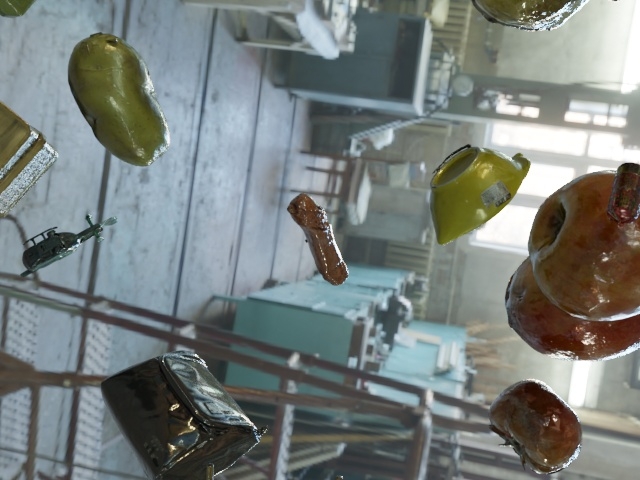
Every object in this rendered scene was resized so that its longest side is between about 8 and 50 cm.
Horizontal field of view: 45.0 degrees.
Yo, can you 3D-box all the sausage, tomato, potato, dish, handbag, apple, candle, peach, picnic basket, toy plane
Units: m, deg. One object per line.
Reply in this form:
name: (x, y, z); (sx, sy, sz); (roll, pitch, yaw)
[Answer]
sausage: (-0.001, 0.000, 1.758); (0.304, 0.078, 0.078); (65, 33, -50)
tomato: (0.483, 0.414, 1.736); (0.181, 0.214, 0.155); (-47, 155, -3)
potato: (-0.364, -0.253, 1.410); (0.248, 0.143, 0.169); (63, -13, -15)
potato: (0.359, -0.495, 1.261); (0.246, 0.300, 0.196); (-53, -166, -18)
dish: (0.224, -0.088, 1.158); (0.207, 0.080, 0.149); (-48, -161, -21)
handbag: (-0.299, 0.369, 1.692); (0.275, 0.302, 0.177); (-27, 140, -23)
apple: (0.536, 0.007, 1.474); (0.301, 0.302, 0.301); (9, 90, -79)
candle: (0.494, -0.068, 1.251); (0.052, 0.052, 0.130); (86, 27, -48)
peach: (0.604, 0.130, 1.771); (0.372, 0.373, 0.289); (-60, 133, -61)
picnic basket: (-0.799, -0.224, 1.801); (0.228, 0.313, 0.175); (-51, 168, -7)
toy plane: (-0.529, 0.008, 1.608); (0.060, 0.235, 0.096); (58, -7, 14)

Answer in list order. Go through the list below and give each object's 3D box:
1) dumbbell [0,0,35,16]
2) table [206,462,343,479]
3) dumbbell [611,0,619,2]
dumbbell: (-0.445, -0.498, 1.250); (0.302, 0.108, 0.121); (-54, 151, -11)
table: (-0.066, 0.377, 1.041); (0.121, 0.240, 0.111); (-124, -134, -69)
dumbbell: (0.517, -0.385, 1.110); (0.143, 0.325, 0.143); (-63, 175, -10)
